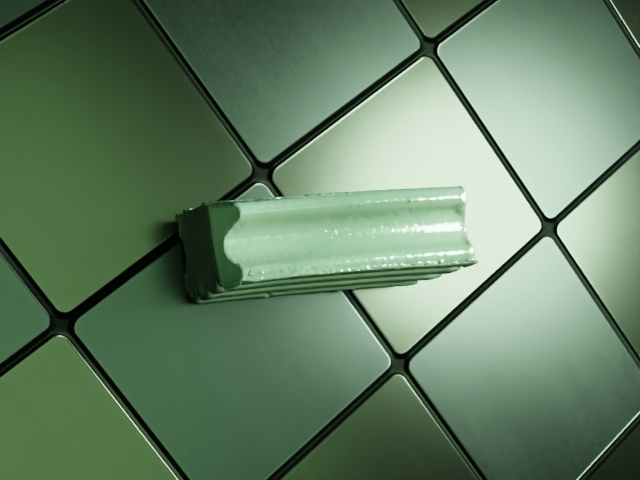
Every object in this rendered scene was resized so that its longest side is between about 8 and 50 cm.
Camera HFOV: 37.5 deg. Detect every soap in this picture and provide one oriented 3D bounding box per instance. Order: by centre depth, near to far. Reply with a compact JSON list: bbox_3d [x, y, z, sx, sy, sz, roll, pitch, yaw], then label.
[{"bbox_3d":[0.000,0.000,0.907,0.261,0.150,0.094,-3,81,-23],"label":"soap"}]
